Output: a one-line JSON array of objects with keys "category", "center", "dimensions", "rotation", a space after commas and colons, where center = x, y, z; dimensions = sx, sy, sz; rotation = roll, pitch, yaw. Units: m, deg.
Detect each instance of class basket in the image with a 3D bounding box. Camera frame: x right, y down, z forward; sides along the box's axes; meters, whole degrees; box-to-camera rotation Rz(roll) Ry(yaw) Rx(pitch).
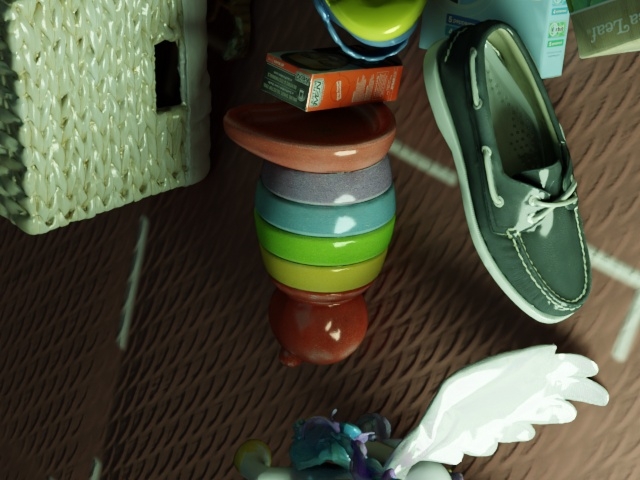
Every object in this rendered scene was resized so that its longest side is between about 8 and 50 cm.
[{"category": "basket", "center": [-0.324, -0.224, 1.940], "dimensions": [0.331, 0.266, 0.328], "rotation": [31, 134, 36]}]

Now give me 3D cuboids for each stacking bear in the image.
[{"category": "stacking bear", "center": [0.000, 0.000, 1.804], "dimensions": [0.164, 0.175, 0.289], "rotation": [30, 128, 44]}]

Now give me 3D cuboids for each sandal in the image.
[{"category": "sandal", "center": [0.013, -0.306, 1.748], "dimensions": [0.138, 0.126, 0.317], "rotation": [73, 174, -63]}]

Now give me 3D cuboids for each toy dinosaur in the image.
[{"category": "toy dinosaur", "center": [-0.100, -0.315, 1.902], "dimensions": [0.112, 0.064, 0.211], "rotation": [19, 123, 27]}]

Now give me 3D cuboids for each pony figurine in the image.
[{"category": "pony figurine", "center": [0.090, 0.260, 1.676], "dimensions": [0.363, 0.351, 0.303], "rotation": [4, 98, 63]}]

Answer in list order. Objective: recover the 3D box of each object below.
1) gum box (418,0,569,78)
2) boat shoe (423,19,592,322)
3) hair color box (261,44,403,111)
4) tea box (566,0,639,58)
[{"category": "gum box", "center": [0.178, -0.267, 1.644], "dimensions": [0.157, 0.041, 0.184], "rotation": [20, 113, 40]}, {"category": "boat shoe", "center": [0.193, -0.065, 1.597], "dimensions": [0.091, 0.114, 0.302], "rotation": [-19, 100, 57]}, {"category": "hair color box", "center": [0.013, -0.173, 1.753], "dimensions": [0.072, 0.141, 0.043], "rotation": [29, 118, 36]}, {"category": "tea box", "center": [0.336, -0.328, 1.276], "dimensions": [0.220, 0.329, 0.323], "rotation": [-13, 91, 44]}]
